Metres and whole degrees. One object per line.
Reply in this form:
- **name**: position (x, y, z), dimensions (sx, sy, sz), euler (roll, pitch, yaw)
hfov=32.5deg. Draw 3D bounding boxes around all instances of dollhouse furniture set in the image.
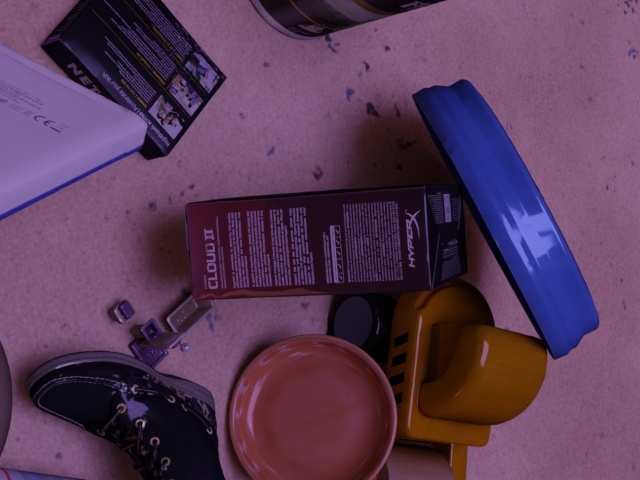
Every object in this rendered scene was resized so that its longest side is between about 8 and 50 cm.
- **dollhouse furniture set**: position (-0.157, 0.079, 1.226), dimensions (0.114, 0.081, 0.091), euler (-45, 116, -35)

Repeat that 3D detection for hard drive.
- **hard drive**: position (-0.325, -0.093, 0.957), dimensions (0.318, 0.210, 0.040), euler (-40, 154, -58)

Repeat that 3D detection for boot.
- **boot**: position (-0.183, 0.215, 1.133), dimensions (0.236, 0.085, 0.178), euler (24, 31, -42)

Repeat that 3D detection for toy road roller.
- **toy road roller**: position (0.145, 0.210, 1.383), dimensions (0.202, 0.240, 0.329), euler (16, 76, -40)

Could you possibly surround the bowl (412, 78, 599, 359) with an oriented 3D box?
- **bowl**: position (0.243, -0.035, 1.431), dimensions (0.077, 0.391, 0.391), euler (-28, 112, 6)

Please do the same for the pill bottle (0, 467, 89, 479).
- **pill bottle**: position (-0.271, 0.279, 1.103), dimensions (0.160, 0.087, 0.087), euler (20, 74, -40)

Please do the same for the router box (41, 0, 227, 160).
- **router box**: position (-0.204, -0.199, 1.229), dimensions (0.179, 0.046, 0.133), euler (49, 57, -28)

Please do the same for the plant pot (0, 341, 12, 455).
- **plant pot**: position (-0.375, 0.135, 0.930), dimensions (0.191, 0.284, 0.284), euler (11, 77, -76)

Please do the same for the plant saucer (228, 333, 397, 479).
- **plant saucer**: position (-0.008, 0.212, 1.310), dimensions (0.037, 0.200, 0.200), euler (65, 32, -77)

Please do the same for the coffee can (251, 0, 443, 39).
- **coffee can**: position (0.060, -0.367, 1.327), dimensions (0.201, 0.275, 0.201), euler (3, 85, -42)

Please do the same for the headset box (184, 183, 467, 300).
- **headset box**: position (0.000, 0.000, 1.224), dimensions (0.218, 0.293, 0.110), euler (-10, 97, -73)
